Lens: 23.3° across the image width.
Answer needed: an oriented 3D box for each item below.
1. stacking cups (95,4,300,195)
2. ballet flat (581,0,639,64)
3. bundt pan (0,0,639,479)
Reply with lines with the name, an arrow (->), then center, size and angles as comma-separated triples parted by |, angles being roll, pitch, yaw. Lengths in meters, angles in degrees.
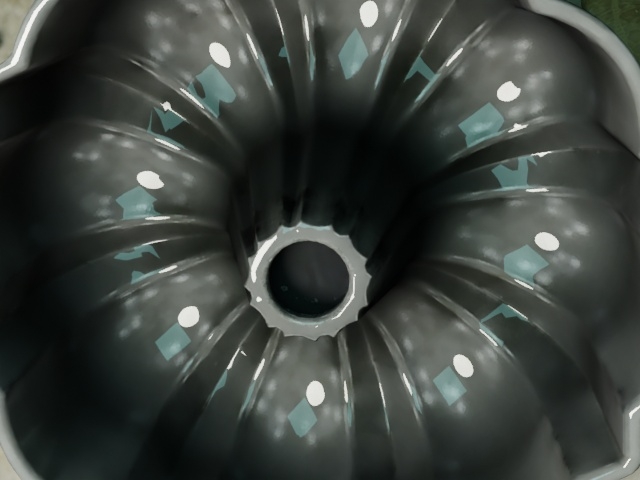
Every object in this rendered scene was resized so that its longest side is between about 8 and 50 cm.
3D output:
stacking cups -> 0.013, -0.129, 0.791 | 0.316, 0.096, 0.096 | -31, 79, 10
ballet flat -> 0.258, -0.035, 0.679 | 0.342, 0.116, 0.124 | 53, 136, 25
bundt pan -> 0.000, 0.000, 0.714 | 0.331, 0.124, 0.330 | 1, 108, 4
